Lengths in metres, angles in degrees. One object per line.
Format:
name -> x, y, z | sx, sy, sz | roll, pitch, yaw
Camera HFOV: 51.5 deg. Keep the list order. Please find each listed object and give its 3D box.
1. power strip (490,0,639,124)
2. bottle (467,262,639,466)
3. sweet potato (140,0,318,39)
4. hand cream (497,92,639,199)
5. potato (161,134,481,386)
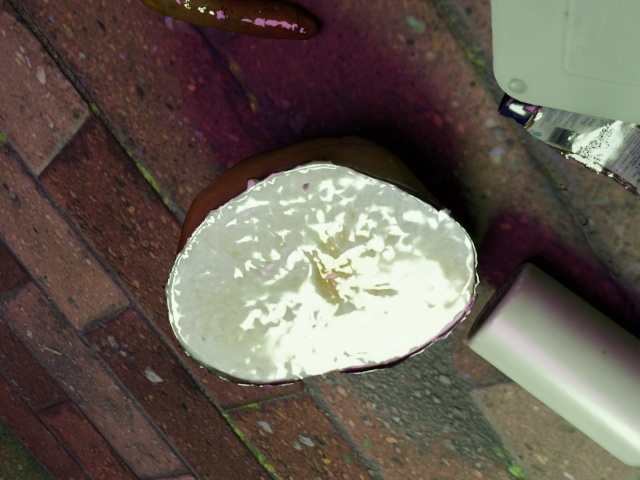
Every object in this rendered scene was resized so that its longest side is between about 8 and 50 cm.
power strip -> 0.228, -0.152, 0.386 | 0.261, 0.141, 0.229 | 18, 152, 25
bottle -> 0.265, 0.131, 0.629 | 0.245, 0.104, 0.104 | 36, 136, 9
sweet potato -> -0.127, -0.250, 0.662 | 0.269, 0.075, 0.075 | 30, 135, 11
hand cream -> 0.226, -0.084, 0.550 | 0.163, 0.039, 0.062 | 30, 133, 7
potato -> 0.000, 0.000, 0.686 | 0.299, 0.196, 0.247 | -13, 119, 11
